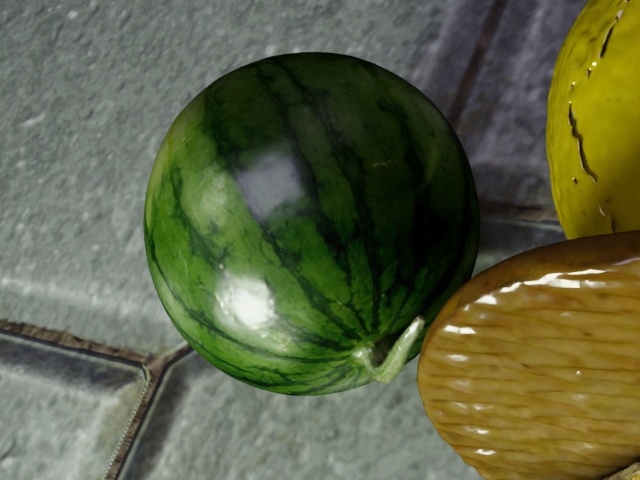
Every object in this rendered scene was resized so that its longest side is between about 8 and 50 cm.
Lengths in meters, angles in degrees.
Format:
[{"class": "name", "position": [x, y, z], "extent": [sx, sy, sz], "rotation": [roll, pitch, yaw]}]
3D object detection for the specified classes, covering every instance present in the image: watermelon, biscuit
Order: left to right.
[{"class": "watermelon", "position": [0.000, 0.000, 0.739], "extent": [0.188, 0.188, 0.215], "rotation": [-33, 57, 10]}, {"class": "biscuit", "position": [0.168, 0.070, 0.539], "extent": [0.262, 0.262, 0.037], "rotation": [-4, 52, 31]}]

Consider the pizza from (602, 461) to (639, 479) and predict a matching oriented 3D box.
[{"class": "pizza", "position": [0.165, 0.179, 0.555], "extent": [0.297, 0.071, 0.189], "rotation": [-33, 83, 20]}]

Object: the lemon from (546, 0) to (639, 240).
[{"class": "lemon", "position": [0.207, -0.032, 0.607], "extent": [0.204, 0.204, 0.260], "rotation": [-22, 89, 20]}]
